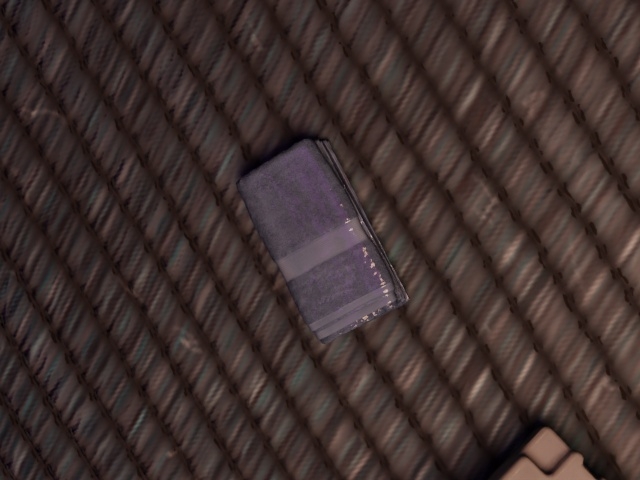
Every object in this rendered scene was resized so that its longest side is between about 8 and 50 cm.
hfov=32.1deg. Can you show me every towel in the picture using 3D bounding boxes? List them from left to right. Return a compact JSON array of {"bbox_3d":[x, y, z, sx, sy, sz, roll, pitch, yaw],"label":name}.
[{"bbox_3d":[0.000,0.000,0.694,0.067,0.029,0.119,-28,90,18],"label":"towel"}]

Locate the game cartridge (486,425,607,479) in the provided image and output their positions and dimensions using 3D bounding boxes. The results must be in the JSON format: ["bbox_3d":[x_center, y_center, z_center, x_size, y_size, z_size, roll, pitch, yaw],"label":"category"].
[{"bbox_3d":[0.165,0.279,0.628,0.198,0.062,0.297,-42,84,-10],"label":"game cartridge"}]
